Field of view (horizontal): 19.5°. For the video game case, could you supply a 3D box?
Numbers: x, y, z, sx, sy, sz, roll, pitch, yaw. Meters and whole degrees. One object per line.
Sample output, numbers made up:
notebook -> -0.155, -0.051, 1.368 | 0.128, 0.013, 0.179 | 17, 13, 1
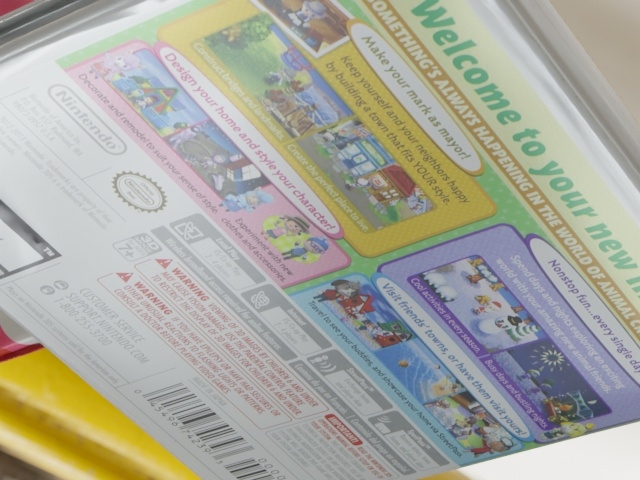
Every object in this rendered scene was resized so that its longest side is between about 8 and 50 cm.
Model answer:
video game case -> 0.000, 0.000, 0.522 | 0.212, 0.193, 0.023 | 47, -143, -37

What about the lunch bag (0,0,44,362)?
lunch bag -> -0.239, -0.058, 1.231 | 0.258, 0.293, 0.120 | -21, -148, -12
